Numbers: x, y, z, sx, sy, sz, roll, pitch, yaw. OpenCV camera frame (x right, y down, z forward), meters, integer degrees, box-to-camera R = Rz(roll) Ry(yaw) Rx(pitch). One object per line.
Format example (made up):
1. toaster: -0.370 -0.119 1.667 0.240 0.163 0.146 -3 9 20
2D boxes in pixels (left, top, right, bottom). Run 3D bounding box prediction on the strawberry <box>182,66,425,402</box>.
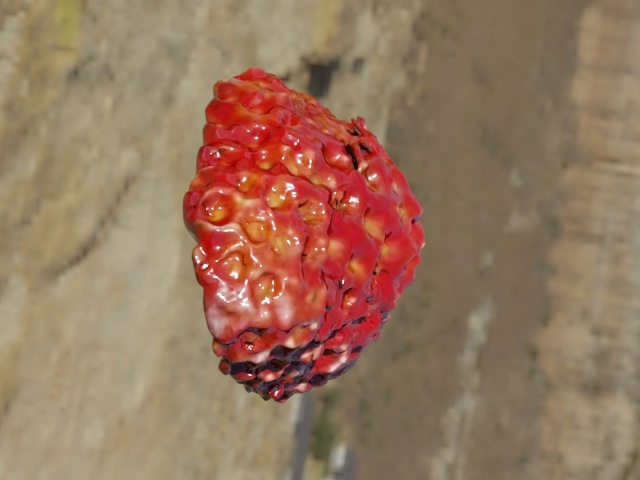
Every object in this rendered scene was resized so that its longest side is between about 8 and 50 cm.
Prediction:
1. strawberry: 0.000 0.000 1.067 0.236 0.111 0.190 -64 145 -76
